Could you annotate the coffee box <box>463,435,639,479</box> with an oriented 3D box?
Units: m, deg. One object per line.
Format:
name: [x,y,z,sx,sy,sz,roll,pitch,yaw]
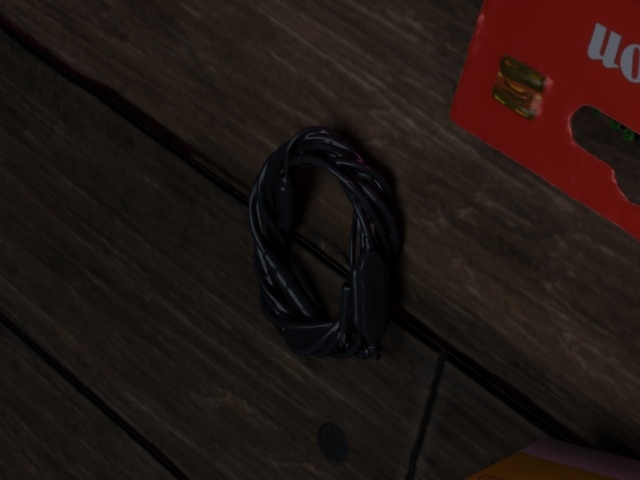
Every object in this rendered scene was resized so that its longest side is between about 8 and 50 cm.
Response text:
coffee box: [0.179,0.352,1.181,0.338,0.334,0.338,13,111,37]

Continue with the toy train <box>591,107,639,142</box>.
toy train: [0.186,-0.095,1.305,0.083,0.017,0.024,45,121,29]

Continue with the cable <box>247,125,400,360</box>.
cable: [0.000,0.000,1.524,0.150,0.047,0.184,15,115,50]

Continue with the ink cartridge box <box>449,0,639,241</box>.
ink cartridge box: [0.195,-0.165,1.083,0.308,0.091,0.385,36,125,35]
